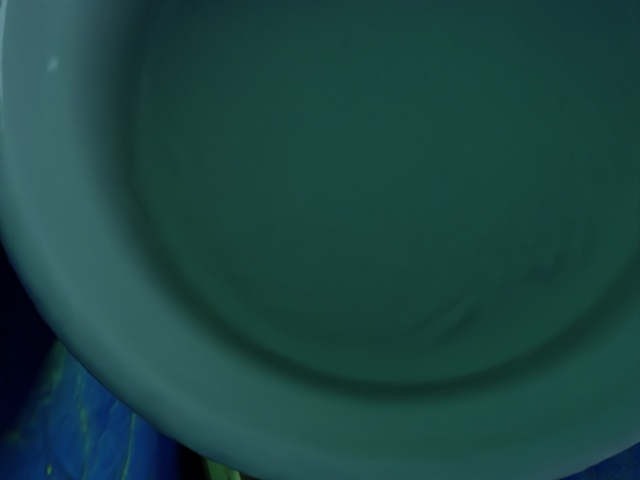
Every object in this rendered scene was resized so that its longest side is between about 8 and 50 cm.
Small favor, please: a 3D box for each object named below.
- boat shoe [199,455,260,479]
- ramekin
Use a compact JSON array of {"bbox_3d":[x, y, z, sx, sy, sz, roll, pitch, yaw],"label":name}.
[{"bbox_3d":[0.000,0.000,0.599,0.123,0.123,0.342,55,36,-72],"label":"boat shoe"},{"bbox_3d":[0.029,-0.055,0.387,0.135,0.277,0.277,41,49,-85],"label":"ramekin"}]
